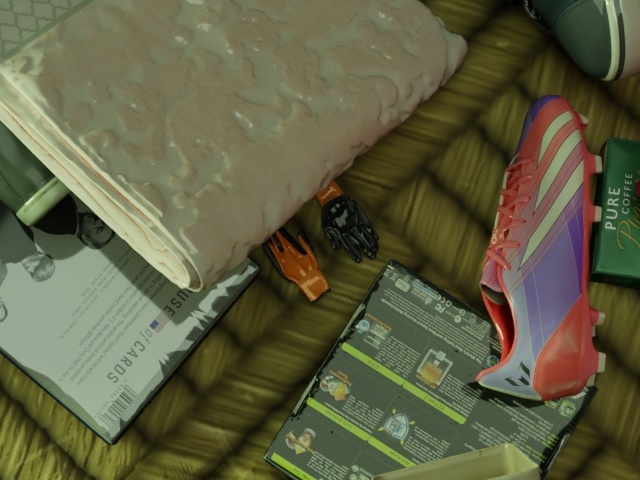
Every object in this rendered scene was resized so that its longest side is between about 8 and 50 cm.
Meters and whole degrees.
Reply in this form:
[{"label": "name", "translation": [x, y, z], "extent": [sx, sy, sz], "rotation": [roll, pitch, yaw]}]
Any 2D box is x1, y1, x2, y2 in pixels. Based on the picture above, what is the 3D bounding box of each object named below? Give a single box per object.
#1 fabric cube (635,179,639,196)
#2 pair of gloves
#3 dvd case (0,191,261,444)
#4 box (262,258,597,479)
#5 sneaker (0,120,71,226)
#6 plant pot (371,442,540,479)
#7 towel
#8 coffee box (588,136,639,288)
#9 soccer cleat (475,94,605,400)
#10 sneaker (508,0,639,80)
[{"label": "fabric cube", "translation": [0.419, -0.062, 1.266], "extent": [0.259, 0.258, 0.254], "rotation": [-28, 67, -21]}, {"label": "pair of gloves", "translation": [0.000, 0.000, 1.425], "extent": [0.083, 0.010, 0.074], "rotation": [-36, 81, -9]}, {"label": "dvd case", "translation": [-0.193, 0.014, 1.409], "extent": [0.238, 0.029, 0.179], "rotation": [40, 81, 5]}, {"label": "box", "translation": [0.083, 0.139, 1.386], "extent": [0.190, 0.045, 0.184], "rotation": [31, 83, 3]}, {"label": "sneaker", "translation": [-0.179, -0.123, 1.369], "extent": [0.118, 0.083, 0.222], "rotation": [48, 56, -8]}, {"label": "plant pot", "translation": [0.105, 0.211, 1.304], "extent": [0.109, 0.109, 0.096], "rotation": [-14, 93, -4]}, {"label": "towel", "translation": [-0.094, -0.159, 1.358], "extent": [0.317, 0.053, 0.332], "rotation": [43, 55, 7]}, {"label": "coffee box", "translation": [0.302, -0.012, 1.417], "extent": [0.184, 0.040, 0.113], "rotation": [7, 78, 0]}, {"label": "soccer cleat", "translation": [0.160, 0.000, 1.373], "extent": [0.095, 0.083, 0.248], "rotation": [2, 68, -6]}, {"label": "sneaker", "translation": [0.141, -0.253, 1.416], "extent": [0.127, 0.126, 0.321], "rotation": [-18, 70, -8]}]
